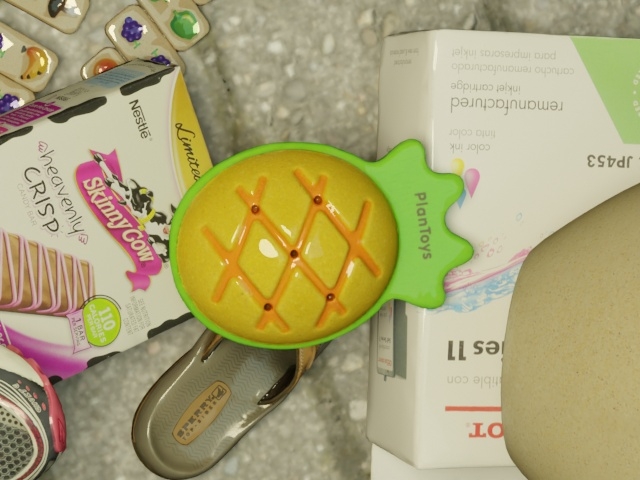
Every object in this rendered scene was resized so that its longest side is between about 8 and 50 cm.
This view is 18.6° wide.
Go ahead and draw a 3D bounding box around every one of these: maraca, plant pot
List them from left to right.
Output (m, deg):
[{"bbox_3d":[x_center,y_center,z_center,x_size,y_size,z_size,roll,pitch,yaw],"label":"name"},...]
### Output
[{"bbox_3d":[0.000,0.000,1.193,0.186,0.099,0.127,-9,100,-5],"label":"maraca"},{"bbox_3d":[0.212,0.078,1.145,0.191,0.284,0.284,4,94,18],"label":"plant pot"}]

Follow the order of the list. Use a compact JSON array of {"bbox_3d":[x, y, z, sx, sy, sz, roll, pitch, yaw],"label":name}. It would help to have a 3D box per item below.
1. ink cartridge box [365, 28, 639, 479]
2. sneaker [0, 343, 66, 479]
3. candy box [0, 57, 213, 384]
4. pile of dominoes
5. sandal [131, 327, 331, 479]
[{"bbox_3d":[0.145,0.041,1.300,0.207,0.119,0.353,1,94,-16],"label":"ink cartridge box"},{"bbox_3d":[-0.291,0.131,1.101,0.299,0.112,0.121,-9,112,-1],"label":"sneaker"},{"bbox_3d":[-0.175,0.002,1.207,0.233,0.071,0.159,-26,111,-23],"label":"candy box"},{"bbox_3d":[-0.164,-0.160,1.247,0.196,0.040,0.251,29,87,-15],"label":"pile of dominoes"},{"bbox_3d":[-0.043,0.066,1.284,0.090,0.060,0.219,42,84,-14],"label":"sandal"}]
